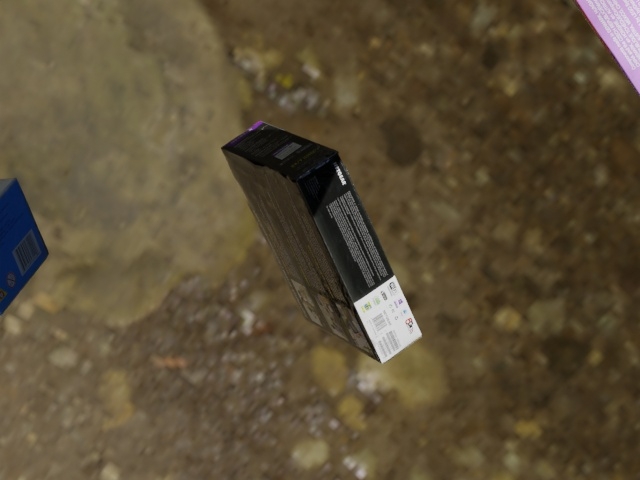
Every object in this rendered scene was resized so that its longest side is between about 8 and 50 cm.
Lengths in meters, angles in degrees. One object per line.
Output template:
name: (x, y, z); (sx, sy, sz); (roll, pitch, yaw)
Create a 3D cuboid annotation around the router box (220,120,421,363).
router box: (0.000, 0.000, 1.533); (0.046, 0.133, 0.179); (-34, 118, -18)

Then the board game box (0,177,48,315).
board game box: (-0.438, 0.070, 1.656); (0.308, 0.302, 0.086); (-60, 139, -51)

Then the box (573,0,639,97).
box: (0.102, -0.220, 1.002); (0.293, 0.057, 0.201); (51, 12, -27)
